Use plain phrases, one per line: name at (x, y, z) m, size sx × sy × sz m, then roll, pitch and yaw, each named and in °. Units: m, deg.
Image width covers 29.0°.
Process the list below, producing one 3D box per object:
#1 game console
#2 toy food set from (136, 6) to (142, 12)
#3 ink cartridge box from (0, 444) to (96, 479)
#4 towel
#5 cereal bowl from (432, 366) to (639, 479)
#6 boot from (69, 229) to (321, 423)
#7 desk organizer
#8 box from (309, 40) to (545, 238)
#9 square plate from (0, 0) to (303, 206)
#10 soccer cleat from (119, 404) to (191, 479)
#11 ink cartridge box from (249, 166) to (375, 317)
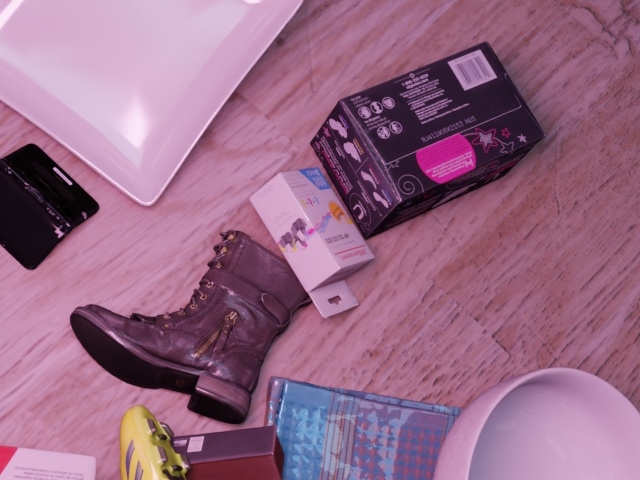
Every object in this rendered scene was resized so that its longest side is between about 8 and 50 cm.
game console at (-0.355, -0.043, 1.524) m, size 0.122 × 0.071 × 0.107 m, roll 44°, pitch 33°, yaw 0°
toy food set at (-0.209, -0.334, 1.630) m, size 0.111 × 0.104 × 0.232 m, roll -4°, pitch 71°, yaw -20°
ink cartridge box at (-0.350, 0.358, 1.287) m, size 0.197 × 0.114 × 0.273 m, roll 14°, pitch 64°, yaw -34°
towel at (0.050, 0.360, 1.490) m, size 0.271 × 0.040 × 0.370 m, roll 11°, pitch 67°, yaw -13°
cereal bowl at (0.264, 0.328, 1.496) m, size 0.339 × 0.141 × 0.339 m, roll 10°, pitch 70°, yaw -30°
boot at (-0.150, 0.080, 1.514) m, size 0.263 × 0.091 × 0.229 m, roll 29°, pitch 58°, yaw -10°
desk organizer at (-0.111, 0.257, 1.452) m, size 0.130 × 0.050 × 0.047 m, roll -8°, pitch 36°, yaw 10°
box at (0.139, -0.135, 1.651) m, size 0.247 × 0.142 × 0.163 m, roll -24°, pitch 78°, yaw -26°
square plate at (-0.254, -0.277, 1.569) m, size 0.347 × 0.049 × 0.344 m, roll 36°, pitch 87°, yaw -3°
soccer cleat at (-0.191, 0.330, 1.379) m, size 0.121 × 0.093 × 0.289 m, roll -18°, pitch 82°, yaw 10°
ink cartridge box at (0.000, 0.000, 1.570) m, size 0.181 × 0.061 × 0.104 m, roll 58°, pitch 28°, yaw 9°
